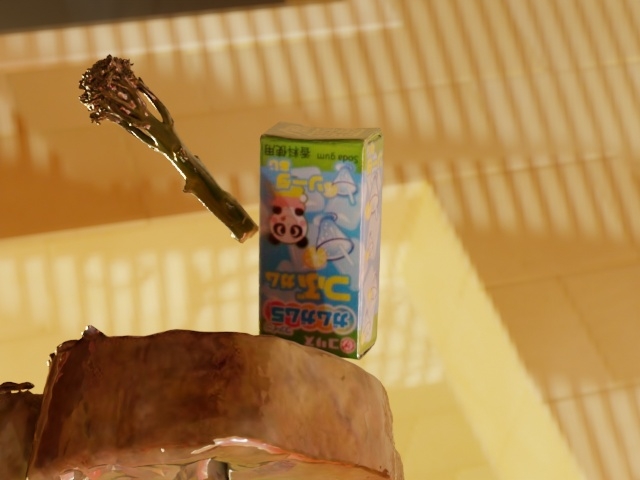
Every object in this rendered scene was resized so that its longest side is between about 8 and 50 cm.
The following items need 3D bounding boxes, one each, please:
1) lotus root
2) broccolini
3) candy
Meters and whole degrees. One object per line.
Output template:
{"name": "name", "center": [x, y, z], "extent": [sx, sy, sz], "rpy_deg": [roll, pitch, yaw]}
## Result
{"name": "lotus root", "center": [-0.098, 0.184, 1.299], "extent": [0.390, 0.375, 0.111], "rpy_deg": [-38, -132, 50]}
{"name": "broccolini", "center": [-0.143, -0.077, 1.540], "extent": [0.216, 0.058, 0.067], "rpy_deg": [52, -26, -2]}
{"name": "candy", "center": [0.000, 0.000, 1.435], "extent": [0.062, 0.097, 0.194], "rpy_deg": [-40, 133, -70]}
